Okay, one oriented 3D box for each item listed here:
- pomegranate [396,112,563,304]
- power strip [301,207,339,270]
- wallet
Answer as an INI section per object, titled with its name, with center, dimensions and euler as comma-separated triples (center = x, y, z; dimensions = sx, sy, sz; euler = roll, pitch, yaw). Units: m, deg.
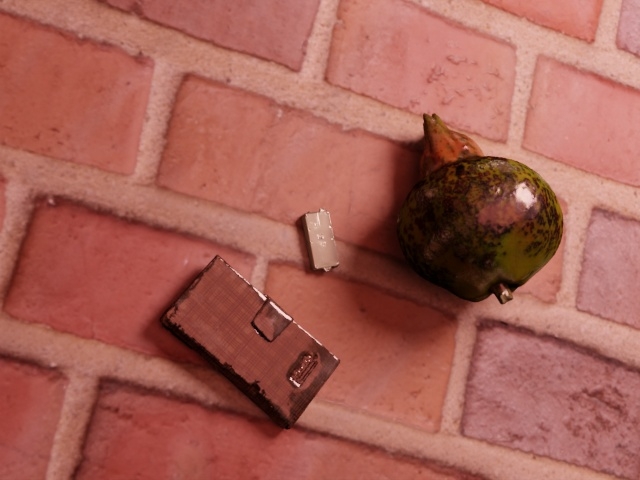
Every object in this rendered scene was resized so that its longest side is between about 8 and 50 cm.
[pomegranate]
center = 0.204, -0.041, 1.469
dimensions = 0.222, 0.276, 0.204
euler = 2, 118, -38
[power strip]
center = 0.000, 0.000, 1.463
dimensions = 0.040, 0.016, 0.090
euler = -9, 84, -20
[wallet]
center = -0.092, 0.137, 1.393
dimensions = 0.230, 0.042, 0.124
euler = 42, 73, -6
